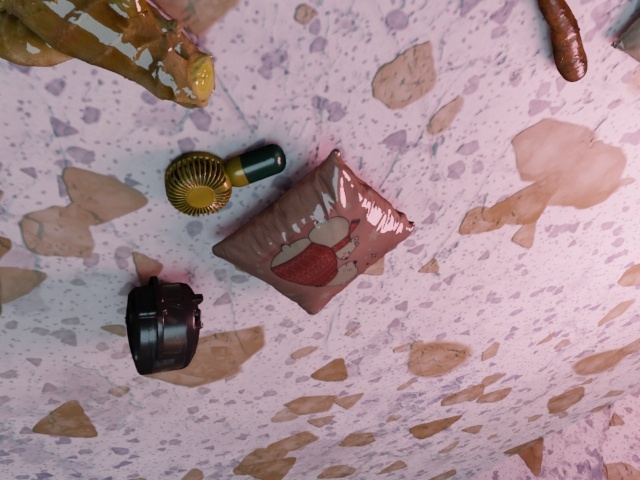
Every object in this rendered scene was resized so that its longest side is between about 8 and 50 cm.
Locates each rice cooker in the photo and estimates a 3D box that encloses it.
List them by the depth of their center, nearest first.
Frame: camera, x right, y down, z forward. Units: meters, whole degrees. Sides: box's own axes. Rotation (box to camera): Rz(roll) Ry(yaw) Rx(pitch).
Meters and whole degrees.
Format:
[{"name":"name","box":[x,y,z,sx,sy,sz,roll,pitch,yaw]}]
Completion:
[{"name":"rice cooker","box":[-0.233,0.129,0.734,0.106,0.112,0.165,1,137,-29]}]

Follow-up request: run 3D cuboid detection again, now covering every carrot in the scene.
[{"name":"carrot","box":[0.286,-0.251,0.586,0.035,0.036,0.165,-33,134,15]}]

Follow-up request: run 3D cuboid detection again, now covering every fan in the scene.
[{"name":"fan","box":[-0.116,-0.079,0.613,0.155,0.039,0.082,-21,138,1]}]

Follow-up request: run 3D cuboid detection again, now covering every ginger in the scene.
[{"name":"ginger","box":[-0.189,-0.192,0.438,0.205,0.081,0.115,9,118,-19]}]

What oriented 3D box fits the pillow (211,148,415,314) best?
[{"name":"pillow","box":[0.000,0.000,0.705,0.236,0.084,0.223,-41,132,19]}]

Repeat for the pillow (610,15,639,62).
[{"name":"pillow","box":[0.486,-0.303,0.597,0.148,0.050,0.230,18,126,-26]}]
